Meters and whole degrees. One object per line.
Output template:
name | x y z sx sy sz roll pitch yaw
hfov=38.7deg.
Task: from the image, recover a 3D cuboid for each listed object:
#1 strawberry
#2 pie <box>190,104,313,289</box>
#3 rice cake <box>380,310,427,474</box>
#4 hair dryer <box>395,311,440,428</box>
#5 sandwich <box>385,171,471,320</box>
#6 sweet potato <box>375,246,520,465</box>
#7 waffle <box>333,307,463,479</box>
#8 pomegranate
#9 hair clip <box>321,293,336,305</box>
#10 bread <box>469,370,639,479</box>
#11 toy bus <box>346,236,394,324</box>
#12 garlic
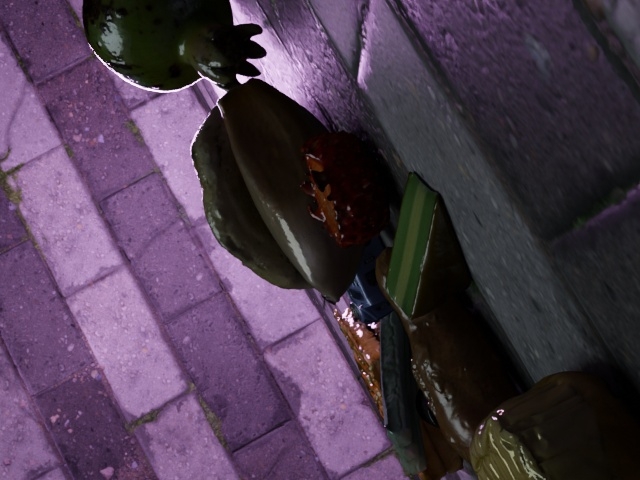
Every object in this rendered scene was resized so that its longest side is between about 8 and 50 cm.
strawberry | 0.029 -0.062 1.060 0.145 0.086 0.145 58 172 13
pie | -0.066 -0.074 1.348 0.339 0.077 0.339 44 -149 -34
rice cake | 0.119 0.212 1.338 0.127 0.043 0.237 63 -159 -44
hair dryer | 0.134 0.144 1.257 0.114 0.070 0.248 111 133 -82
sandwich | 0.091 0.005 0.908 0.116 0.074 0.074 65 172 -32
sweet potato | 0.159 0.160 0.963 0.355 0.095 0.106 60 178 25
waffle | 0.141 0.264 1.618 0.308 0.091 0.213 66 173 -28
pomegranate | -0.210 -0.320 1.389 0.306 0.242 0.242 34 170 7
hair clip | 0.000 0.000 1.517 0.140 0.054 0.220 26 -143 -48
bread | 0.194 0.184 0.721 0.140 0.106 0.236 60 174 20
toy bus | 0.063 0.040 1.303 0.167 0.073 0.076 64 163 -13
garlic | -0.023 -0.080 1.194 0.318 0.143 0.112 59 153 12
